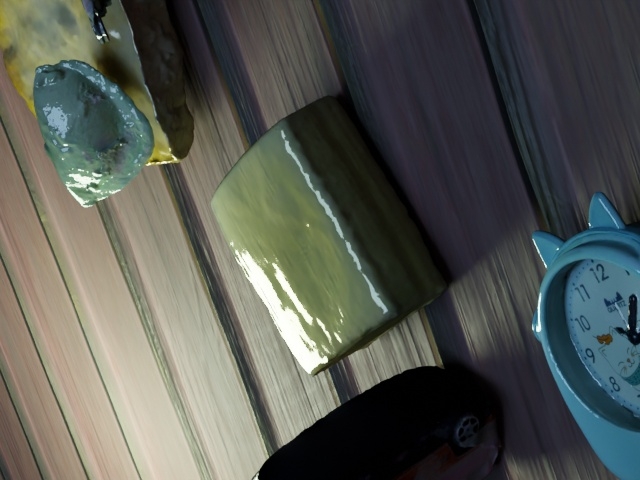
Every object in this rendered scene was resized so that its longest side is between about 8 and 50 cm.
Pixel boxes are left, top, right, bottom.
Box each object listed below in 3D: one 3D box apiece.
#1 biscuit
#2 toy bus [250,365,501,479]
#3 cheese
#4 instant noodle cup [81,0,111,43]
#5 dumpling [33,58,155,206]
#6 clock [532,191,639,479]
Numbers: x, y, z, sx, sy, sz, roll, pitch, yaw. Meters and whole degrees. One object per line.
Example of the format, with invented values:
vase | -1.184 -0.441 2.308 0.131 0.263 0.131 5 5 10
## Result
biscuit | -0.332 -0.302 1.940 0.446 0.104 0.429 -4 111 54
toy bus | 0.064 0.264 1.574 0.127 0.302 0.147 26 138 45
cheese | 0.000 0.000 1.654 0.265 0.124 0.242 59 144 8
instant noodle cup | -0.230 -0.399 1.612 0.258 0.181 0.302 -156 43 -84
dumpling | -0.305 -0.136 1.841 0.149 0.105 0.217 24 132 41
clock | 0.306 0.086 1.300 0.274 0.094 0.223 63 147 6
